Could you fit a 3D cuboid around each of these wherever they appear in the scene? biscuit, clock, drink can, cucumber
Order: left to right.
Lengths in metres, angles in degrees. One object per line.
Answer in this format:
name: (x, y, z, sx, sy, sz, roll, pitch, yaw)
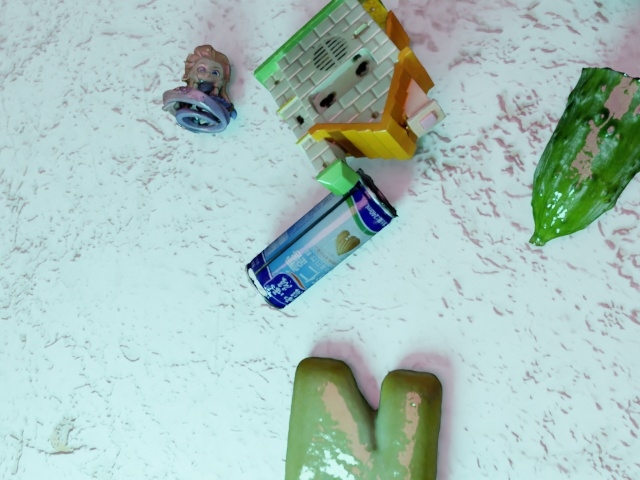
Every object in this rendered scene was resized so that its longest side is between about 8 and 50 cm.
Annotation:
drink can: (0.000, 0.000, 0.906, 0.235, 0.097, 0.097, -40, 74, 13)
clock: (0.052, -0.213, 0.858, 0.220, 0.106, 0.255, -38, 57, 15)
biscuit: (0.057, 0.327, 0.878, 0.237, 0.062, 0.291, 6, 87, 22)
cucumber: (0.345, -0.097, 0.774, 0.134, 0.134, 0.244, 31, 107, 20)

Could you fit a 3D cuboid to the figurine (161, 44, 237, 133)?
figurine: (-0.202, -0.251, 1.007, 0.126, 0.114, 0.157, 5, 55, -9)
